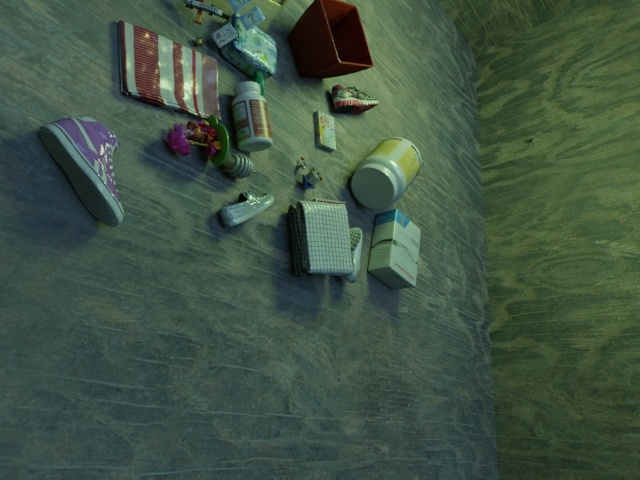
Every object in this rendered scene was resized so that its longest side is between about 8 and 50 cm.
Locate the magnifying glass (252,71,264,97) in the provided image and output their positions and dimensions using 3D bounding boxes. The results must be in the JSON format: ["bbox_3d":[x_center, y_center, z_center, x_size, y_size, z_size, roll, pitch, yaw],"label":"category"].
[{"bbox_3d":[-0.218,-0.493,1.634,0.026,0.092,0.230,-6,95,-22],"label":"magnifying glass"}]

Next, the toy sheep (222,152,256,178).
[{"bbox_3d":[-0.268,-0.244,1.488,0.132,0.091,0.091,8,74,-49],"label":"toy sheep"}]

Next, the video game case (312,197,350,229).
[{"bbox_3d":[0.057,-0.026,1.859,0.204,0.025,0.284,2,78,-49],"label":"video game case"}]

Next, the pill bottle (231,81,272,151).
[{"bbox_3d":[-0.238,-0.424,1.549,0.121,0.121,0.215,-2,81,-50],"label":"pill bottle"}]

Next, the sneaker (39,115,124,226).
[{"bbox_3d":[-0.545,-0.184,1.136,0.161,0.102,0.282,-44,113,-50],"label":"sneaker"}]

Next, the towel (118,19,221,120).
[{"bbox_3d":[-0.452,-0.512,1.390,0.329,0.037,0.236,4,75,-49],"label":"towel"}]

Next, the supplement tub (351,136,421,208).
[{"bbox_3d":[0.301,-0.308,2.059,0.331,0.241,0.240,-47,115,-45],"label":"supplement tub"}]

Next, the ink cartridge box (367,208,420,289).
[{"bbox_3d":[0.349,0.045,2.100,0.223,0.129,0.307,36,54,-38],"label":"ink cartridge box"}]

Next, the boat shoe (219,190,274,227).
[{"bbox_3d":[-0.241,-0.122,1.490,0.227,0.079,0.081,-38,113,-45],"label":"boat shoe"}]

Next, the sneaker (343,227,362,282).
[{"bbox_3d":[0.129,0.057,1.847,0.095,0.090,0.234,48,50,-47],"label":"sneaker"}]

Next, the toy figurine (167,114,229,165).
[{"bbox_3d":[-0.385,-0.315,1.365,0.159,0.130,0.173,-3,67,-41],"label":"toy figurine"}]

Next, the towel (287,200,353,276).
[{"bbox_3d":[0.000,0.000,1.691,0.235,0.121,0.283,3,76,-41],"label":"towel"}]

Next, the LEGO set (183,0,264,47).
[{"bbox_3d":[-0.331,-0.748,1.474,0.244,0.060,0.182,-34,110,-2],"label":"LEGO set"}]

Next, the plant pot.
[{"bbox_3d":[0.026,-0.814,1.885,0.267,0.236,0.266,-21,96,-50],"label":"plant pot"}]

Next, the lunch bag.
[{"bbox_3d":[-0.256,-0.701,1.637,0.219,0.090,0.175,24,59,-45],"label":"lunch bag"}]

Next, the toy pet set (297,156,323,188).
[{"bbox_3d":[-0.047,-0.252,1.793,0.122,0.065,0.114,38,18,-41],"label":"toy pet set"}]

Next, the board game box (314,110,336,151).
[{"bbox_3d":[0.020,-0.471,1.942,0.104,0.026,0.153,9,73,-49],"label":"board game box"}]

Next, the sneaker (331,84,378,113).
[{"bbox_3d":[0.168,-0.662,2.101,0.299,0.121,0.111,-14,88,-50],"label":"sneaker"}]

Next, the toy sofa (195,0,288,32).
[{"bbox_3d":[-0.302,-0.907,1.619,0.363,0.177,0.150,-5,59,-50],"label":"toy sofa"}]
